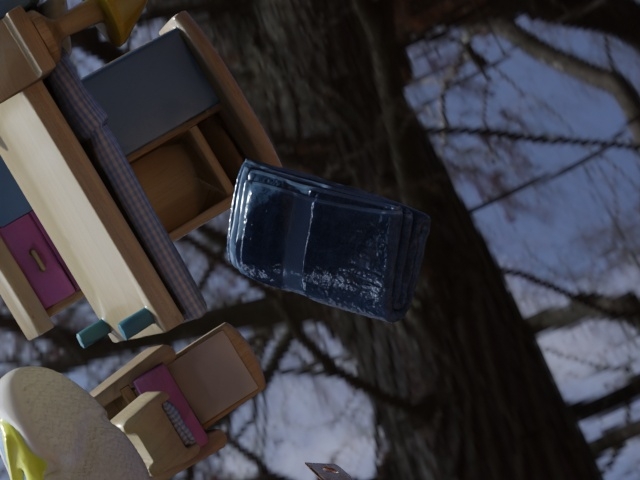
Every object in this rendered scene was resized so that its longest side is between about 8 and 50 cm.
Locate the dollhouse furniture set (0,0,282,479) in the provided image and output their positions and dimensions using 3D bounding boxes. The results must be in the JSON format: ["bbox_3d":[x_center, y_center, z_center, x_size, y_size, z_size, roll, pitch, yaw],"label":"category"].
[{"bbox_3d":[-0.075,-0.019,0.959,0.198,0.303,0.286,-32,-86,-19],"label":"dollhouse furniture set"}]

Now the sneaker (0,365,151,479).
[{"bbox_3d":[-0.141,0.195,0.914,0.126,0.240,0.091,-37,-13,26],"label":"sneaker"}]

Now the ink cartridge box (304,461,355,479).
[{"bbox_3d":[0.031,0.204,1.150,0.029,0.115,0.063,-51,-23,8],"label":"ink cartridge box"}]

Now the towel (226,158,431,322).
[{"bbox_3d":[0.000,0.000,0.892,0.029,0.119,0.067,-4,-73,-54],"label":"towel"}]
